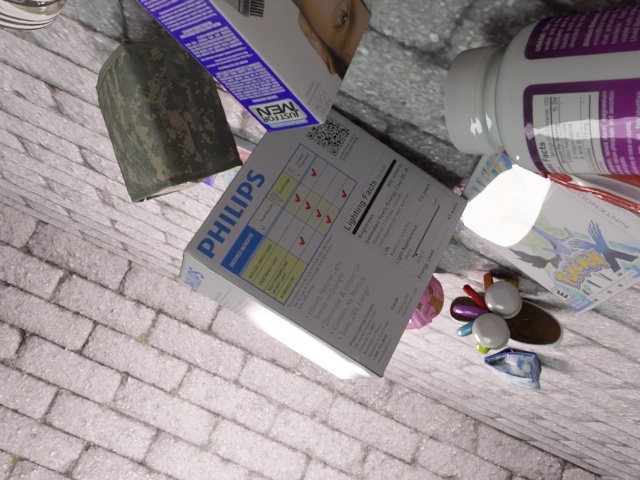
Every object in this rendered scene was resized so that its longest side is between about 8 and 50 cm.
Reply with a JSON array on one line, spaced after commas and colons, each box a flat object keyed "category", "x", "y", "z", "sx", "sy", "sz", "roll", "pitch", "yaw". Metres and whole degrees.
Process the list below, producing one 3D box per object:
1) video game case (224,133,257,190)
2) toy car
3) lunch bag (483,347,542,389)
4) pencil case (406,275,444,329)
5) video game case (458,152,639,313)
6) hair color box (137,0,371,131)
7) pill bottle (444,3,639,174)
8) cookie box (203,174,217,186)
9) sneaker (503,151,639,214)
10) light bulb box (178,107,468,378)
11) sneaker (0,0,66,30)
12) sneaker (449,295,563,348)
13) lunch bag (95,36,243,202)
[{"category": "video game case", "x": -0.129, "y": -0.136, "z": 1.341, "sx": 0.204, "sy": 0.025, "sz": 0.285, "roll": 23, "pitch": 161, "yaw": 1}, {"category": "toy car", "x": 0.373, "y": 0.161, "z": 1.312, "sx": 0.136, "sy": 0.182, "sz": 0.159, "roll": 20, "pitch": 175, "yaw": 23}, {"category": "lunch bag", "x": 0.591, "y": 0.394, "z": 1.776, "sx": 0.151, "sy": 0.096, "sz": 0.129, "roll": -1, "pitch": 150, "yaw": 31}, {"category": "pencil case", "x": 0.148, "y": 0.071, "z": 1.345, "sx": 0.160, "sy": 0.167, "sz": 0.386, "roll": 8, "pitch": 157, "yaw": 43}, {"category": "video game case", "x": 0.369, "y": -0.024, "z": 0.924, "sx": 0.300, "sy": 0.036, "sz": 0.329, "roll": 38, "pitch": 163, "yaw": 13}, {"category": "hair color box", "x": -0.095, "y": -0.301, "z": 0.645, "sx": 0.110, "sy": 0.185, "sz": 0.339, "roll": 3, "pitch": 152, "yaw": 41}, {"category": "pill bottle", "x": 0.294, "y": -0.154, "z": 0.608, "sx": 0.301, "sy": 0.169, "sz": 0.169, "roll": 8, "pitch": 155, "yaw": 39}, {"category": "cookie box", "x": -0.295, "y": -0.183, "z": 1.385, "sx": 0.091, "sy": 0.040, "sz": 0.107, "roll": 24, "pitch": 160, "yaw": -1}, {"category": "sneaker", "x": 0.341, "y": -0.130, "z": 0.730, "sx": 0.221, "sy": 0.128, "sz": 0.087, "roll": 31, "pitch": -172, "yaw": 24}, {"category": "light bulb box", "x": 0.000, "y": 0.000, "z": 1.017, "sx": 0.361, "sy": 0.358, "sz": 0.225, "roll": 33, "pitch": 159, "yaw": -6}, {"category": "sneaker", "x": -0.603, "y": -0.454, "z": 0.852, "sx": 0.447, "sy": 0.169, "sz": 0.257, "roll": 30, "pitch": 158, "yaw": -24}, {"category": "sneaker", "x": 0.474, "y": 0.202, "z": 1.436, "sx": 0.290, "sy": 0.106, "sz": 0.123, "roll": 14, "pitch": 169, "yaw": 46}, {"category": "lunch bag", "x": -0.291, "y": -0.201, "z": 1.033, "sx": 0.287, "sy": 0.169, "sz": 0.235, "roll": -6, "pitch": 104, "yaw": 54}]
